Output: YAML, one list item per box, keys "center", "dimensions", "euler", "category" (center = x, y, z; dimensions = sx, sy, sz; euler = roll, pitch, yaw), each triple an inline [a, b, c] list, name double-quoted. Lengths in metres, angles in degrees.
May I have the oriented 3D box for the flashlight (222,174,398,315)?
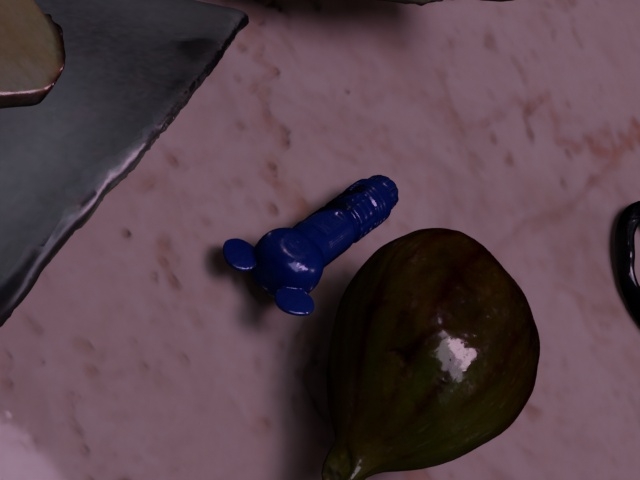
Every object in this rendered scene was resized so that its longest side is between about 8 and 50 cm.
- center: [0.000, 0.000, 0.811]
  dimensions: [0.057, 0.035, 0.121]
  euler: [40, 43, 13]
  category: "flashlight"

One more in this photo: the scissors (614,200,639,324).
- center: [0.257, 0.115, 0.973]
  dimensions: [0.109, 0.022, 0.300]
  euler: [-6, 77, -36]
  category: "scissors"

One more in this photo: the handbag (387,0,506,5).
- center: [-0.028, -0.276, 0.853]
  dimensions: [0.253, 0.109, 0.315]
  euler: [-2, 74, -34]
  category: "handbag"

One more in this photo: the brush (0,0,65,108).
- center: [-0.191, -0.164, 0.425]
  dimensions: [0.336, 0.020, 0.085]
  euler: [49, 42, -1]
  category: "brush"

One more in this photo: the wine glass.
- center: [-0.256, -0.121, 0.530]
  dimensions: [0.406, 0.267, 0.267]
  euler: [44, 51, -9]
  category: "wine glass"

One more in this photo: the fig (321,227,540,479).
- center: [0.044, 0.068, 0.776]
  dimensions: [0.109, 0.103, 0.155]
  euler: [34, 57, 23]
  category: "fig"
